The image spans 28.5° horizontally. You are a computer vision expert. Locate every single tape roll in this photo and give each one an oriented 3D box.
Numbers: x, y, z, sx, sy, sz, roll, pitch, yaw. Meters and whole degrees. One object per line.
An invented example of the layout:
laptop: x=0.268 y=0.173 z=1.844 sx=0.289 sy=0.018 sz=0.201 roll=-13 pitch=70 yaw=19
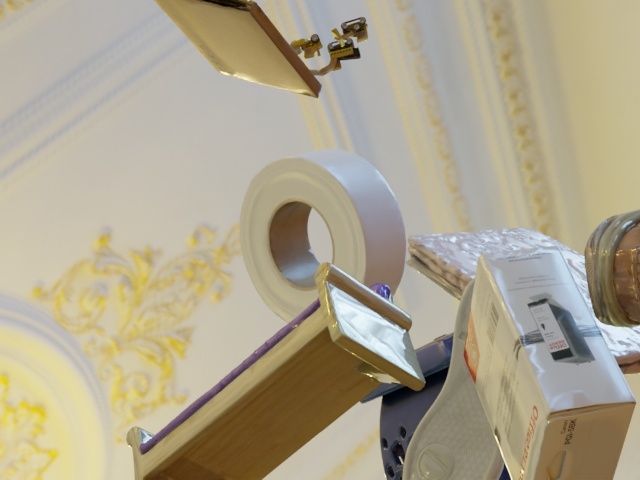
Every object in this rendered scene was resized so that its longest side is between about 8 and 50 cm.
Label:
tape roll: x=0.000 y=0.000 z=2.012 sx=0.100 sy=0.286 sz=0.286 roll=-15 pitch=-61 yaw=-46

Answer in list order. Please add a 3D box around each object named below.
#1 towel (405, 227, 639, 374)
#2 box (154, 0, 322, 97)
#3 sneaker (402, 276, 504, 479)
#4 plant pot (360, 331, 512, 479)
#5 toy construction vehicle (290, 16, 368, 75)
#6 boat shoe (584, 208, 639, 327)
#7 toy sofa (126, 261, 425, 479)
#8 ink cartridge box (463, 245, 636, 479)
towel: x=0.319 y=0.080 z=1.684 sx=0.317 sy=0.332 sz=0.053 roll=-4 pitch=-59 yaw=-45
box: x=-0.103 y=-0.245 z=1.537 sx=0.021 sy=0.164 sz=0.201 roll=-64 pitch=-31 yaw=-13
sneaker: x=0.178 y=0.191 z=1.312 sx=0.147 sy=0.104 sz=0.296 roll=40 pitch=-117 yaw=-52
plant pot: x=0.208 y=0.228 z=1.714 sx=0.236 sy=0.236 sz=0.212 roll=-19 pitch=-99 yaw=-40
toy construction vehicle: x=0.015 y=-0.235 z=1.562 sx=0.098 sy=0.035 sz=0.086 roll=-16 pitch=-10 yaw=2
boat shoe: x=0.369 y=-0.007 z=1.140 sx=0.324 sy=0.116 sz=0.123 roll=-32 pitch=-71 yaw=-39
toy sofa: x=-0.063 y=0.180 z=1.509 sx=0.362 sy=0.177 sz=0.150 roll=-41 pitch=-52 yaw=22
ink cartridge box: x=0.137 y=0.085 z=0.781 sx=0.056 sy=0.135 sz=0.099 roll=-7 pitch=-46 yaw=-10
